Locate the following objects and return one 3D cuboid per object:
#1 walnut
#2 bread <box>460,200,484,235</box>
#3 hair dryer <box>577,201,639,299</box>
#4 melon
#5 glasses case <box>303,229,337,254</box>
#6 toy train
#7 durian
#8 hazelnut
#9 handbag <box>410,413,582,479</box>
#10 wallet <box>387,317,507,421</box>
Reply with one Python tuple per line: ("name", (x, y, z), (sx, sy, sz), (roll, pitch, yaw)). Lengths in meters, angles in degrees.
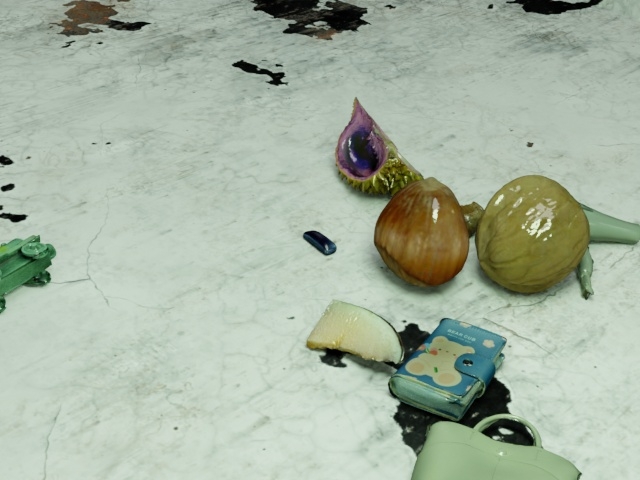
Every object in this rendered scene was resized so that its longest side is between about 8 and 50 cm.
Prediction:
("walnut", (0.400, -0.009, 1.862), (0.227, 0.228, 0.228), (3, 32, -2))
("bread", (0.289, -0.039, 2.028), (0.113, 0.060, 0.082), (-2, 32, -6))
("hair dryer", (0.579, 0.019, 1.987), (0.229, 0.092, 0.267), (-2, 47, -21))
("melon", (0.075, 0.164, 1.670), (0.182, 0.054, 0.098), (9, 40, 28))
("glasses case", (0.000, 0.000, 1.962), (0.033, 0.023, 0.083), (-20, 40, -31))
("toy train", (-0.580, 0.053, 1.753), (0.132, 0.083, 0.200), (19, 34, 27))
("durian", (0.141, -0.172, 2.162), (0.186, 0.154, 0.260), (20, 26, -16))
("hazelnut", (0.199, -0.018, 1.855), (0.176, 0.214, 0.214), (4, 30, -27))
("handbag", (0.253, 0.355, 1.416), (0.241, 0.109, 0.315), (15, 21, 14))
("wallet", (0.219, 0.214, 1.625), (0.141, 0.059, 0.202), (16, 33, 27))
